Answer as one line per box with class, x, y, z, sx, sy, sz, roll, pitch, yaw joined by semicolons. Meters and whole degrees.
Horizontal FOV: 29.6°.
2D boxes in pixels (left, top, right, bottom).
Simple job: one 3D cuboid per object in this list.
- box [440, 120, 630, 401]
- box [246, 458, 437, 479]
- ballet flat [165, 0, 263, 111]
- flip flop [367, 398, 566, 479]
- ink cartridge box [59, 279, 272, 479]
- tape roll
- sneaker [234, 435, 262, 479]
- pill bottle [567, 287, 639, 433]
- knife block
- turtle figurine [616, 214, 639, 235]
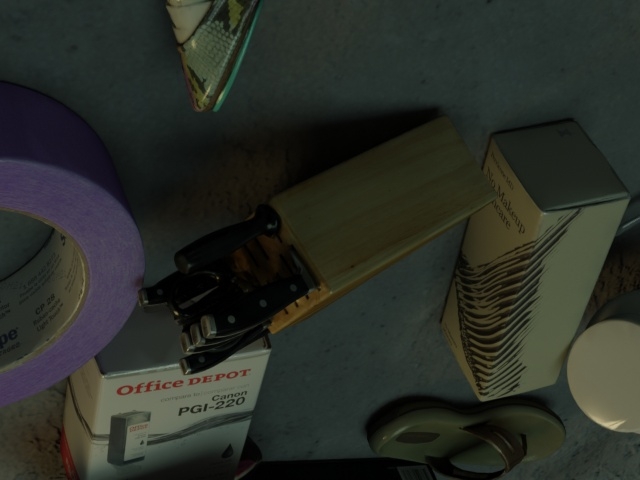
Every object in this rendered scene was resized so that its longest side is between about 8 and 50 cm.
box;0.198;0.026;1.161;0.094;0.113;0.275;-11;138;-17
box;0.000;0.352;1.424;0.261;0.103;0.184;5;135;-34
ballet flat;-0.059;-0.191;0.810;0.079;0.077;0.221;21;119;-21
flip flop;0.178;0.242;1.416;0.277;0.080;0.112;10;129;-37
ink cartridge box;-0.147;0.147;1.114;0.159;0.092;0.218;-7;136;-24
tape roll;-0.274;0.014;0.894;0.275;0.090;0.274;-16;141;-14
sneaker;-0.136;0.252;1.268;0.178;0.072;0.077;-25;148;17
pill bottle;0.365;0.119;1.264;0.272;0.152;0.152;-9;143;-55
knife block;0.000;0.000;0.942;0.276;0.088;0.242;-32;176;6
turtle figurine;0.501;-0.030;1.205;0.275;0.198;0.266;6;128;-39
